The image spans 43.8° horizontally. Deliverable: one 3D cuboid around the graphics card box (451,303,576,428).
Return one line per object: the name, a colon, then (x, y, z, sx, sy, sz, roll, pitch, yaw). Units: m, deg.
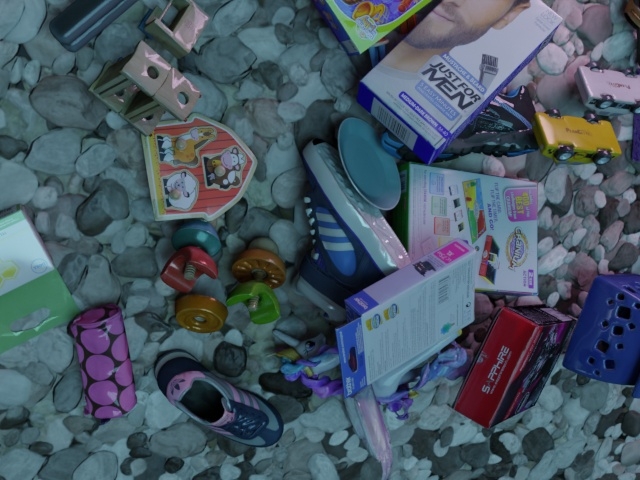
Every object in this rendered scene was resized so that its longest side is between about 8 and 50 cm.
graphics card box: (0.420, 0.256, 1.690, 0.371, 0.094, 0.233, 8, 108, -62)

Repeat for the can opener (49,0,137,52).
can opener: (-0.318, -0.415, 1.262, 0.093, 0.074, 0.280, 44, 86, 5)

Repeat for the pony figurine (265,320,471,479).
pony figurine: (0.115, 0.267, 1.599, 0.363, 0.303, 0.351, -28, 85, -8)

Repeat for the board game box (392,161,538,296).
board game box: (0.295, -0.016, 1.604, 0.316, 0.064, 0.242, 7, 81, -25)

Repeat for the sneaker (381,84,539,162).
sneaker: (0.271, -0.229, 1.559, 0.340, 0.125, 0.140, -5, 88, -22)

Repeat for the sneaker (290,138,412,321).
sneaker: (0.000, 0.000, 1.505, 0.236, 0.130, 0.323, -35, 88, 26)

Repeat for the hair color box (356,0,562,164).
hair color box: (0.248, -0.323, 1.437, 0.185, 0.110, 0.339, 43, 80, 8)

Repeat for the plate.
plate: (0.086, -0.140, 1.486, 0.024, 0.188, 0.188, -26, 126, 33)

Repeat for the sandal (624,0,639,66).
sandal: (0.661, -0.459, 1.653, 0.060, 0.090, 0.219, -9, 121, 4)

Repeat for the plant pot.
plant pot: (0.725, 0.221, 1.806, 0.236, 0.212, 0.236, 3, 109, -44)

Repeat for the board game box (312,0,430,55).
board game box: (0.051, -0.520, 1.326, 0.233, 0.078, 0.347, -38, 107, -6)

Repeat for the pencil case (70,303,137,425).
pencil case: (-0.394, 0.221, 1.443, 0.098, 0.095, 0.209, -5, 109, -5)

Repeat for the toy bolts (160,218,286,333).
toy bolts: (-0.198, 0.045, 1.464, 0.218, 0.158, 0.228, -20, 136, 30)

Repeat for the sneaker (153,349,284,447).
sneaker: (-0.185, 0.338, 1.547, 0.319, 0.131, 0.112, 36, 92, -29)

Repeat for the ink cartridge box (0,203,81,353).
ink cartridge box: (-0.531, 0.077, 1.352, 0.171, 0.056, 0.235, -27, 115, -13)

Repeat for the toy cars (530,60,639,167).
toy cars: (0.542, -0.246, 1.611, 0.176, 0.087, 0.393, 44, 54, 3)

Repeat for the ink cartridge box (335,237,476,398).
ink cartridge box: (0.148, 0.138, 1.437, 0.311, 0.065, 0.186, -29, 134, -24)

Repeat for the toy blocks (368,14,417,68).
toy blocks: (0.128, -0.396, 1.454, 0.123, 0.054, 0.148, -17, 114, -16)

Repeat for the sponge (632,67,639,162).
sponge: (0.752, -0.286, 1.770, 0.117, 0.031, 0.210, -13, 113, -18)

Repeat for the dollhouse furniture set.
dollhouse furniture set: (-0.260, -0.289, 1.313, 0.129, 0.129, 0.184, 40, 61, -30)

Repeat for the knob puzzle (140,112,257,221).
knob puzzle: (-0.203, -0.129, 1.382, 0.213, 0.030, 0.213, 2, 83, -16)
